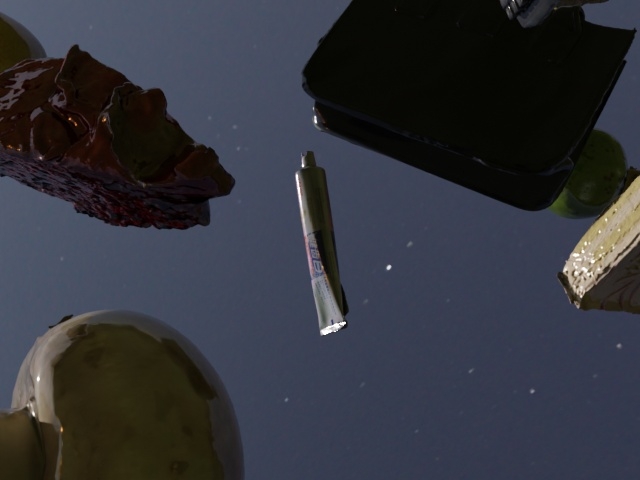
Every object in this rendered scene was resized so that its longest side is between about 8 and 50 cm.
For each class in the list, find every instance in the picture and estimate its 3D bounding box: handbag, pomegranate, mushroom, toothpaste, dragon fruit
[{"bbox_3d":[0.171,-0.198,1.007,0.326,0.118,0.269,26,-110,22],"label":"handbag"},{"bbox_3d":[0.516,-0.119,1.632,0.224,0.181,0.181,14,-123,-13],"label":"pomegranate"},{"bbox_3d":[-0.216,0.201,0.715,0.290,0.297,0.297,3,-121,-24],"label":"mushroom"},{"bbox_3d":[0.000,0.000,0.788,0.028,0.045,0.170,1,-106,-34],"label":"toothpaste"},{"bbox_3d":[-0.095,-0.052,0.395,0.097,0.131,0.063,32,-111,-41],"label":"dragon fruit"}]

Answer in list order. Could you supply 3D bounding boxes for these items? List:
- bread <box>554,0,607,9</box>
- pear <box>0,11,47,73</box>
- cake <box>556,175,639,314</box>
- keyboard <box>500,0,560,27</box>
[{"bbox_3d":[0.482,-0.405,1.259,0.084,0.367,0.077,52,-129,-35],"label":"bread"},{"bbox_3d":[-0.487,-0.231,1.205,0.209,0.209,0.209,9,-122,-15],"label":"pear"},{"bbox_3d":[0.227,-0.004,0.614,0.065,0.121,0.052,15,-142,-14],"label":"cake"},{"bbox_3d":[0.144,-0.213,0.556,0.025,0.230,0.093,-29,-95,-7],"label":"keyboard"}]
